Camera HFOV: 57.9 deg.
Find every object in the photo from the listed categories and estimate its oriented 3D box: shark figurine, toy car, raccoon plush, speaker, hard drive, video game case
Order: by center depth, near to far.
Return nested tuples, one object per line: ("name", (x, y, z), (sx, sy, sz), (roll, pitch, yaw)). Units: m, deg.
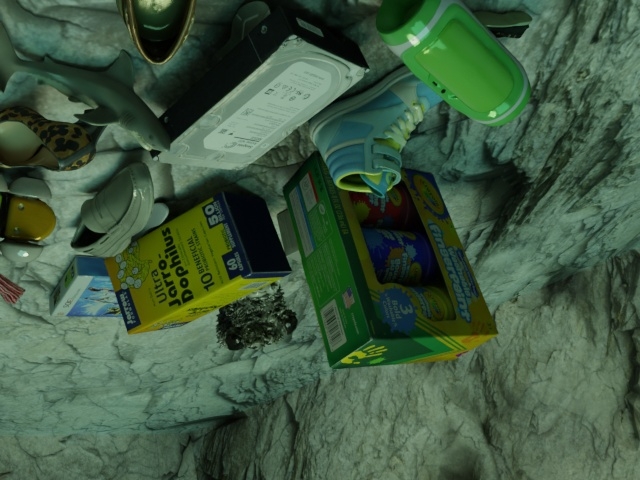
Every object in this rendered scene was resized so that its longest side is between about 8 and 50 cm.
("shark figurine", (-0.351, -0.250, 0.890), (0.278, 0.166, 0.116), (25, 109, -29))
("speaker", (0.229, -0.308, 0.967), (0.296, 0.131, 0.131), (27, 133, -37))
("hard drive", (-0.108, -0.235, 0.988), (0.338, 0.064, 0.236), (-31, 165, 29))
("toy car", (-0.603, -0.049, 1.089), (0.181, 0.159, 0.136), (10, -178, -37))
("video game case", (-0.547, 0.131, 1.539), (0.269, 0.061, 0.244), (7, 147, -38))
("raccoon plush", (-0.245, 0.129, 1.650), (0.216, 0.299, 0.446), (-16, -169, -35))

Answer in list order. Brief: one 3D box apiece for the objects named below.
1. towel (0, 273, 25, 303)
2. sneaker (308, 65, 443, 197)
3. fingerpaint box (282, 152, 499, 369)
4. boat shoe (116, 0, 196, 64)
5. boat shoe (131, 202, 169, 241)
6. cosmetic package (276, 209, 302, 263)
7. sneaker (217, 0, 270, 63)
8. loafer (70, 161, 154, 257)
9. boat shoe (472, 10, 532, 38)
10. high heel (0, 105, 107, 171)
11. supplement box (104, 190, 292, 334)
("towel", (-0.728, 0.014, 1.036), (0.328, 0.037, 0.237), (17, 157, 13))
("sneaker", (0.146, -0.198, 1.099), (0.318, 0.208, 0.127), (-25, 152, 16))
("fingerpaint box", (0.153, 0.043, 1.307), (0.370, 0.445, 0.163), (5, 146, -35))
("boat shoe", (-0.188, -0.354, 0.708), (0.122, 0.120, 0.324), (-6, 152, -19))
("boat shoe", (-0.384, -0.044, 1.305), (0.142, 0.049, 0.040), (-33, 179, 30))
("cosmetic package", (0.000, 0.000, 1.504), (0.107, 0.127, 0.238), (-28, 149, 26))
("sneaker", (-0.111, -0.317, 0.913), (0.061, 0.054, 0.152), (-11, 161, -36))
("loafer", (-0.428, -0.052, 1.184), (0.111, 0.112, 0.319), (-5, 154, -39))
("boat shoe", (0.309, -0.376, 1.016), (0.132, 0.049, 0.042), (-9, 146, -23))
("high heel", (-0.469, -0.139, 0.890), (0.261, 0.186, 0.093), (-13, 121, 1))
("supplement box", (-0.282, 0.058, 1.337), (0.356, 0.194, 0.195), (-27, 168, 21))
